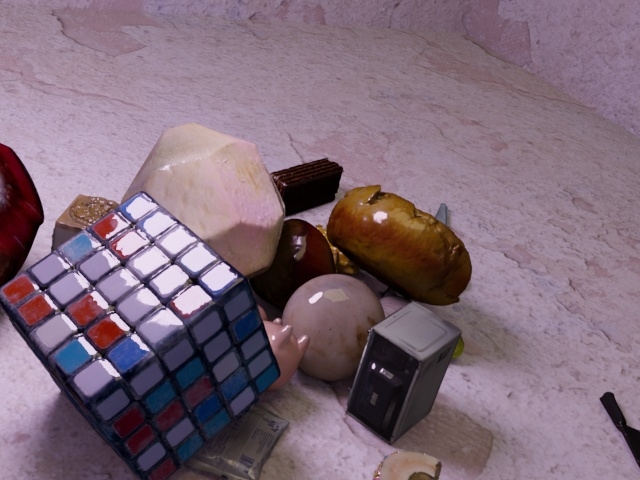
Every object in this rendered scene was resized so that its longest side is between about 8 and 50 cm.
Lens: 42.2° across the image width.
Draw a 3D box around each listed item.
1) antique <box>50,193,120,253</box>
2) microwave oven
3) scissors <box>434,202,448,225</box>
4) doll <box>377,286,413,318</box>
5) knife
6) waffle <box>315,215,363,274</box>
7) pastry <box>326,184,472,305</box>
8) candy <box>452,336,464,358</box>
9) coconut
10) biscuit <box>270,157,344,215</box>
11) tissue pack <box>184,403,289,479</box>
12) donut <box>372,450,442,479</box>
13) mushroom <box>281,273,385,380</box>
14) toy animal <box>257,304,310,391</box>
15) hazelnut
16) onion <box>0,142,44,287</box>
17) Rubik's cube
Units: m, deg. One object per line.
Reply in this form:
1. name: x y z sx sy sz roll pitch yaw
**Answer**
1. antique: -0.463 -0.005 1.717 0.146 0.148 0.152 16 27 -2
2. microwave oven: 0.144 0.237 1.517 0.129 0.205 0.163 32 33 28
3. scissors: 0.302 0.000 2.169 0.192 0.029 0.447 18 30 5
4. doll: 0.144 0.172 1.739 0.149 0.095 0.192 25 32 27
5. knife: 0.624 0.393 1.654 0.060 0.028 0.230 19 29 -17
6. waffle: 0.000 0.000 1.997 0.293 0.069 0.260 -3 33 -26
7. pastry: 0.168 0.013 1.780 0.356 0.164 0.356 31 -7 4
8. candy: 0.228 0.245 1.709 0.194 0.062 0.058 -28 94 -39
9. coconut: -0.239 -0.064 1.656 0.352 0.353 0.352 11 30 -6
10. biscuit: -0.042 -0.140 2.177 0.070 0.106 0.252 35 35 29
11. tissue pack: -0.135 0.336 1.402 0.122 0.026 0.193 20 30 9
12. donut: 0.134 0.410 1.356 0.108 0.065 0.166 19 31 8
13. mushroom: 0.016 0.168 1.628 0.207 0.207 0.215 4 -2 -19
14. toy animal: -0.145 0.185 1.533 0.250 0.154 0.166 29 -10 39
15. hazelnut: -0.050 0.063 1.772 0.208 0.208 0.208 11 30 -6
16. onion: -0.750 -0.021 1.512 0.420 0.398 0.398 -28 29 17
17. Rubik's cube: -0.274 0.153 1.301 0.292 0.287 0.293 -37 54 -21
